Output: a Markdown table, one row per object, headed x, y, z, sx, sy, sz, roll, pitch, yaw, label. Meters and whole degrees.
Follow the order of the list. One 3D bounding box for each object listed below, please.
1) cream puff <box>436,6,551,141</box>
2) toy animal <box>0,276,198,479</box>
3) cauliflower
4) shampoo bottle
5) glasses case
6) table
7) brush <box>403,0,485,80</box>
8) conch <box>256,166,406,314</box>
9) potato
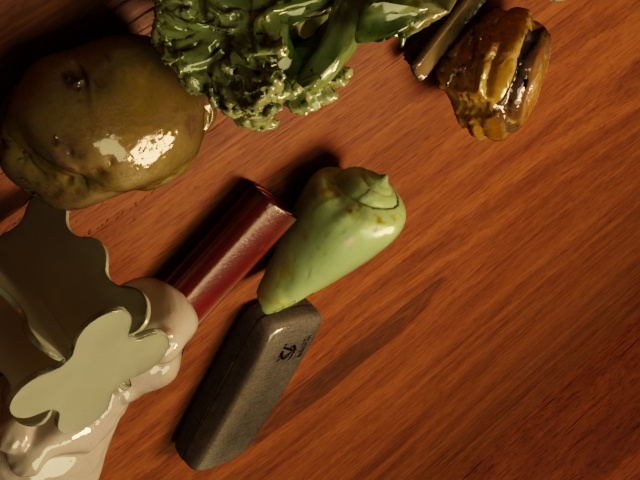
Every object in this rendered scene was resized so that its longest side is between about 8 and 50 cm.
| x | y | z | sx | sy | sz | roll | pitch | yaw | label |
| --- | --- | --- | --- | --- | --- | --- | --- | --- | --- |
| 0.227 | -0.223 | 1.301 | 0.189 | 0.129 | 0.189 | -53 | 154 | -41 | cream puff |
| -0.280 | 0.184 | 1.097 | 0.357 | 0.194 | 0.258 | -44 | 175 | -3 | toy animal |
| -0.006 | -0.226 | 0.842 | 0.272 | 0.250 | 0.275 | -6 | 106 | -52 | cauliflower |
| -0.143 | 0.044 | 1.233 | 0.260 | 0.064 | 0.102 | -47 | 161 | 5 | shampoo bottle |
| -0.115 | 0.223 | 1.507 | 0.131 | 0.074 | 0.323 | -10 | 137 | -50 | glasses case |
| -0.268 | 0.060 | 0.933 | 0.166 | 0.198 | 0.166 | -33 | 151 | -21 | table |
| 0.189 | -0.312 | 1.242 | 0.248 | 0.036 | 0.043 | -52 | 157 | -2 | brush |
| 0.013 | -0.010 | 1.322 | 0.137 | 0.144 | 0.250 | 8 | 144 | -26 | conch |
| -0.190 | -0.109 | 0.885 | 0.200 | 0.137 | 0.154 | -21 | -178 | -35 | potato |
